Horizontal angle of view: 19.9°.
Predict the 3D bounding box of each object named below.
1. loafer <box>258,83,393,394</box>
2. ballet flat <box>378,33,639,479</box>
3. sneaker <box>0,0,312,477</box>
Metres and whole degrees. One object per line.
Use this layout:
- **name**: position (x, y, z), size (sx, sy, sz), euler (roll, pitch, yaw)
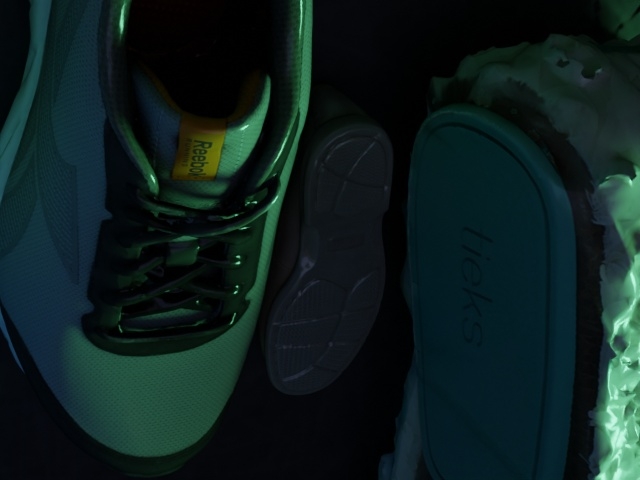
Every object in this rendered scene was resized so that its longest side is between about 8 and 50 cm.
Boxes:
- **loafer**: position (0.000, 0.000, 0.682), size (0.045, 0.039, 0.125), euler (-5, 128, -22)
- **ballet flat**: position (0.098, 0.101, 0.735), size (0.147, 0.147, 0.409), euler (-5, 125, -17)
- **sneaker**: position (-0.056, -0.022, 0.600), size (0.100, 0.108, 0.271), euler (-6, 127, -18)
